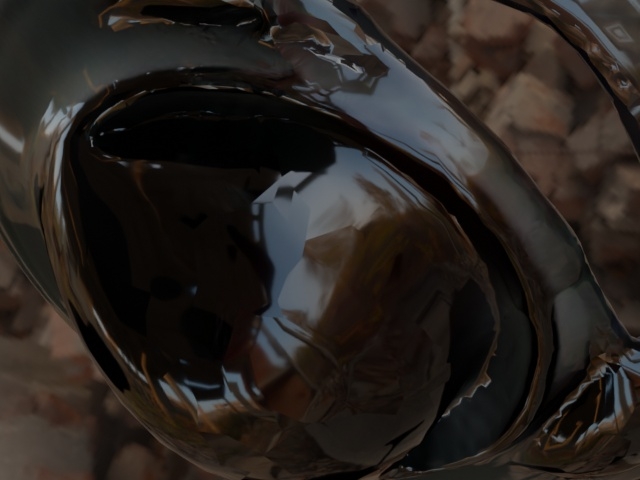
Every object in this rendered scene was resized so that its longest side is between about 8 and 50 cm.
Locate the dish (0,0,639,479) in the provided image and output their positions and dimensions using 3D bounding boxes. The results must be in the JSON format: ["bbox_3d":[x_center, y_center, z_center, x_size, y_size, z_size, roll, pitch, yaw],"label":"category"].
[{"bbox_3d":[0.000,0.000,0.442,0.273,0.273,0.134,-19,31,39],"label":"dish"}]
